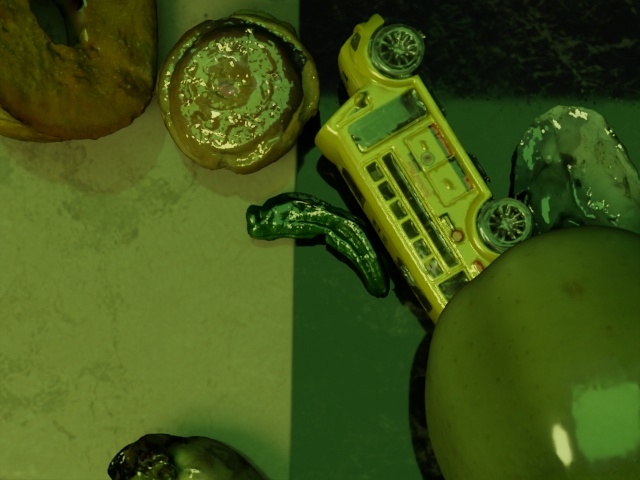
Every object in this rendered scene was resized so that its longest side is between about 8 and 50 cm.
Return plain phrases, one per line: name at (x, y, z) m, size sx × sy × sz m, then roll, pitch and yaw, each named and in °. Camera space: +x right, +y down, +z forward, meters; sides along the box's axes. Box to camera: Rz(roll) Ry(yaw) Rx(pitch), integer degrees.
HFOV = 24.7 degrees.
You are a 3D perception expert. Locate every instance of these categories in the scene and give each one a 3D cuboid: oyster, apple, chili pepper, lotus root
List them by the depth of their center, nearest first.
apple at (0.276, 0.169, 1.440) m, size 0.357 × 0.357 × 0.357 m, roll 0°, pitch 81°, yaw 0°
lotus root at (-0.098, 0.335, 1.518) m, size 0.173 × 0.173 × 0.309 m, roll -41°, pitch 71°, yaw -6°
oyster at (0.320, -0.026, 1.617) m, size 0.252 × 0.087 × 0.199 m, roll 25°, pitch 91°, yaw 11°
chili pepper at (0.005, -0.005, 1.633) m, size 0.182 × 0.050 × 0.073 m, roll 26°, pitch 90°, yaw 4°

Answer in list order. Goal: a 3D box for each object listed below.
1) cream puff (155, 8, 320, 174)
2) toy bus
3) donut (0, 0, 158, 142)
cream puff at (-0.090, -0.166, 1.621) m, size 0.189 × 0.129 × 0.189 m, roll 0°, pitch 90°, yaw 2°
toy bus at (0.101, -0.077, 1.599) m, size 0.152 × 0.144 × 0.330 m, roll -31°, pitch 83°, yaw -4°
donut at (-0.309, -0.237, 1.587) m, size 0.303 × 0.110 × 0.303 m, roll 17°, pitch 63°, yaw -36°
